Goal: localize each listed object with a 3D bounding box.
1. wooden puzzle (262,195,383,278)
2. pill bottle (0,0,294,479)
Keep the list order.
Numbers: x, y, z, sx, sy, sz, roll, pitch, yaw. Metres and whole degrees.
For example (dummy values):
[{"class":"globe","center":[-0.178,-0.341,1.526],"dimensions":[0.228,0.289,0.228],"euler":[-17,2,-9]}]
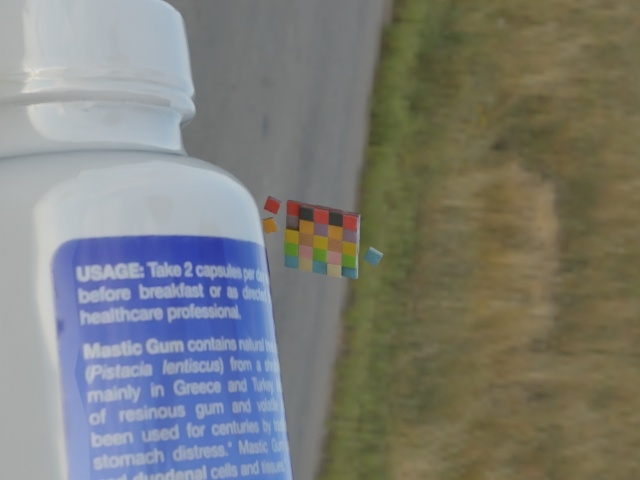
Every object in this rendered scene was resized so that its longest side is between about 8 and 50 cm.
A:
[{"class":"wooden puzzle","center":[0.000,0.000,1.014],"dimensions":[0.006,0.083,0.049],"euler":[-58,155,-53]},{"class":"pill bottle","center":[-0.089,0.055,0.565],"dimensions":[0.152,0.152,0.272],"euler":[39,44,-78]}]
